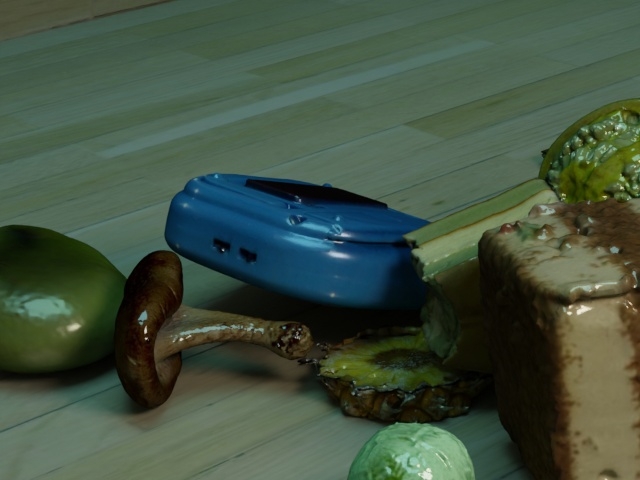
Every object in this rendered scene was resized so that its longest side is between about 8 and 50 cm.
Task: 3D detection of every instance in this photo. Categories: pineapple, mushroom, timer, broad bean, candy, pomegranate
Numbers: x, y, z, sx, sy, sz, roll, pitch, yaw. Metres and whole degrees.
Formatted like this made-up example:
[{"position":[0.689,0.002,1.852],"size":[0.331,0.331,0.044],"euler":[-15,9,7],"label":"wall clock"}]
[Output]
[{"position":[0.087,0.147,1.722],"size":[0.221,0.047,0.221],"euler":[-2,19,1],"label":"pineapple"},{"position":[-0.116,0.099,1.740],"size":[0.218,0.148,0.227],"euler":[1,33,0],"label":"mushroom"},{"position":[0.000,0.000,1.868],"size":[0.309,0.115,0.340],"euler":[18,10,39],"label":"timer"},{"position":[-0.344,0.069,1.856],"size":[0.238,0.119,0.291],"euler":[-3,24,-24],"label":"broad bean"},{"position":[0.016,0.263,1.297],"size":[0.119,0.119,0.440],"euler":[8,17,25],"label":"candy"},{"position":[0.358,-0.028,1.859],"size":[0.341,0.260,0.260],"euler":[-19,12,33],"label":"pomegranate"}]

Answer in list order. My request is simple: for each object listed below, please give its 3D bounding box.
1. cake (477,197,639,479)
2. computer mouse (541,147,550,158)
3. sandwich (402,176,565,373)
[{"position":[0.320,0.110,1.497],"size":[0.290,0.282,0.255],"euler":[-10,17,-6],"label":"cake"},{"position":[0.405,-0.114,2.292],"size":[0.102,0.044,0.199],"euler":[-8,24,-18],"label":"computer mouse"},{"position":[0.212,0.080,1.706],"size":[0.198,0.227,0.155],"euler":[-24,21,4],"label":"sandwich"}]
